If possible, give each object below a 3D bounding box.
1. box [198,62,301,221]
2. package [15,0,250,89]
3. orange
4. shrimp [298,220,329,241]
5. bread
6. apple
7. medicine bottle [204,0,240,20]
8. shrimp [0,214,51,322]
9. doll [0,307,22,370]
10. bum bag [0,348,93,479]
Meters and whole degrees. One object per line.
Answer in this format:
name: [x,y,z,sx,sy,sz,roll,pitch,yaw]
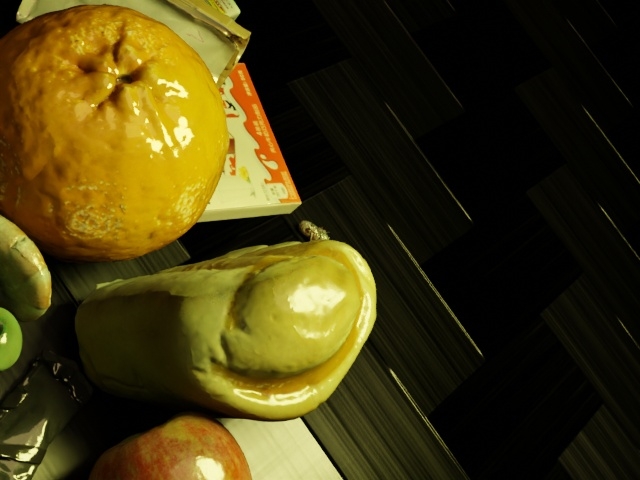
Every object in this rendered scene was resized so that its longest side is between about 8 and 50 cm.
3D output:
box: [-0.187,-0.157,1.519,0.265,0.048,0.273,-8,68,-40]
package: [-0.256,-0.356,1.464,0.311,0.165,0.221,30,38,-6]
orange: [-0.282,-0.140,1.245,0.340,0.293,0.341,9,61,-17]
shrimp: [0.003,0.000,1.581,0.092,0.029,0.038,52,36,-6]
bread: [-0.089,0.119,1.224,0.300,0.341,0.210,-21,99,-49]
apple: [-0.170,0.299,1.136,0.188,0.188,0.174,-23,89,-44]
medicine bottle: [-0.202,-0.385,1.651,0.074,0.055,0.118,53,45,2]
shrimp: [-0.419,0.008,1.177,0.254,0.145,0.059,29,40,14]
doll: [-0.454,0.161,1.015,0.322,0.186,0.198,-65,140,-60]
bum bag: [-0.343,0.210,1.158,0.087,0.049,0.198,37,47,-6]
